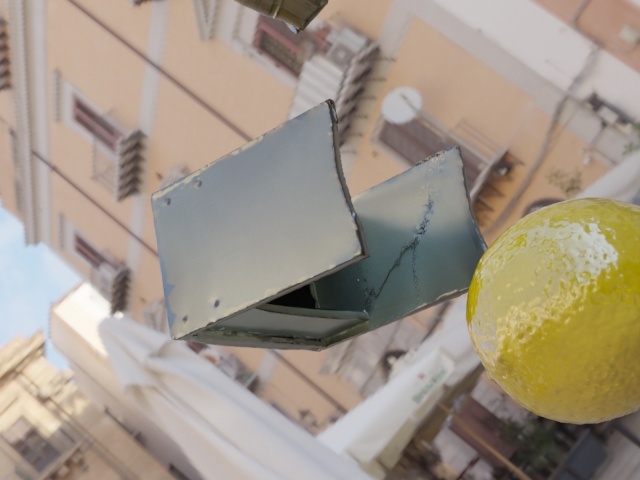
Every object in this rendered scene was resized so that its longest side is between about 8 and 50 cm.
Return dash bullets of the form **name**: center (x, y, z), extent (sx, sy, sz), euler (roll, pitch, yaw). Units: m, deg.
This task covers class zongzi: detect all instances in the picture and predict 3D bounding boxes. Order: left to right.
- **zongzi**: center (-0.073, -0.315, 0.997), extent (0.081, 0.189, 0.178), euler (-51, 24, 46)

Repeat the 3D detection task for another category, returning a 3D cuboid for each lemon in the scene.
- **lemon**: center (0.214, 0.051, 0.779), extent (0.203, 0.178, 0.178), euler (-38, -9, 16)

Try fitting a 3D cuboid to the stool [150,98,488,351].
- **stool**: center (0.000, 0.000, 1.048), extent (0.270, 0.170, 0.244), euler (-25, -22, 34)
